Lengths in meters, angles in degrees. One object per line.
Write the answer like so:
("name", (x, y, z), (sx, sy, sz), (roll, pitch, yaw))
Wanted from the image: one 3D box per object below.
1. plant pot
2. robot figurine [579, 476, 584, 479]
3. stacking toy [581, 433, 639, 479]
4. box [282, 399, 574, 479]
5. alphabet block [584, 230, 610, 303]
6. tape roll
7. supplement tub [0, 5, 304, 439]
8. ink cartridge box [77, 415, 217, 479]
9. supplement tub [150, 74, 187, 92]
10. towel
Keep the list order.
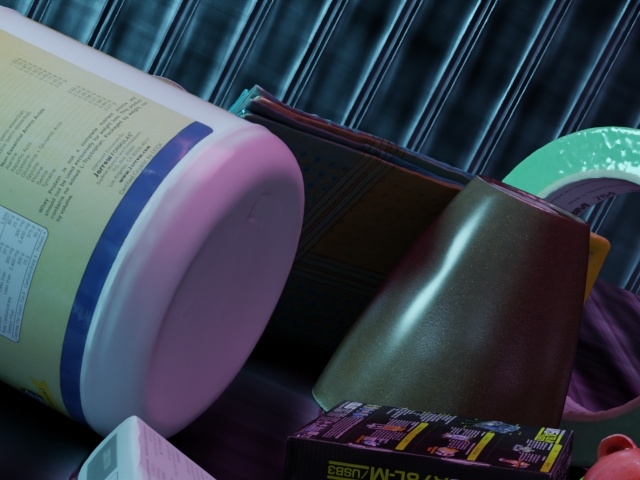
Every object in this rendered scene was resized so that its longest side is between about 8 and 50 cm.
("plant pot", (0.135, 0.068, 1.495), (0.215, 0.230, 0.215), (22, 8, -3))
("robot figurine", (0.245, 0.223, 1.371), (0.115, 0.067, 0.101), (26, 16, 21))
("stacking toy", (0.277, 0.247, 1.076), (0.309, 0.130, 0.279), (24, 7, 9))
("box", (0.083, 0.157, 1.254), (0.184, 0.045, 0.190), (9, 5, 12))
("alphabet block", (0.183, 0.033, 2.037), (0.193, 0.192, 0.197), (13, 14, -45))
("tape roll", (0.275, 0.056, 1.644), (0.321, 0.321, 0.077), (30, 10, 41))
("supplement tub", (-0.195, -0.025, 1.171), (0.316, 0.228, 0.228), (26, 8, 18))
("ink cartridge box", (-0.022, 0.201, 0.891), (0.232, 0.066, 0.189), (43, 3, -13))
("supplement tub", (-0.222, -0.124, 2.073), (0.144, 0.144, 0.199), (24, 8, 3))
("towel", (0.000, 0.000, 1.563), (0.370, 0.271, 0.040), (17, 45, -37))
